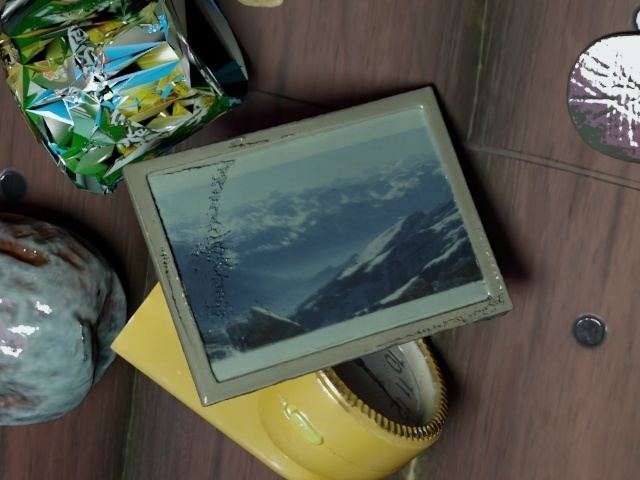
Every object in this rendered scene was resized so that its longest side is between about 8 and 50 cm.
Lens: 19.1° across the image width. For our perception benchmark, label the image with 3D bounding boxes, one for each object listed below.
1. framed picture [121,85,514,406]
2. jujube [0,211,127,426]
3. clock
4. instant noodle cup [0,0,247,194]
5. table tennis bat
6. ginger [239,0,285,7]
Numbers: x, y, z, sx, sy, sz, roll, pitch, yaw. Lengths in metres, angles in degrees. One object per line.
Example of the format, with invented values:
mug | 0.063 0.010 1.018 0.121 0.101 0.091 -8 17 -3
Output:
framed picture | 0.000 0.000 1.854 0.022 0.335 0.247 134 118 -67
jujube | -0.373 0.085 2.086 0.308 0.215 0.246 8 134 14
clock | -0.021 0.116 1.953 0.317 0.244 0.200 44 121 -3
instant noodle cup | -0.192 -0.184 1.929 0.178 0.240 0.240 -25 98 16
table tennis bat | 0.354 -0.133 1.850 0.234 0.022 0.131 9 110 20
ginger | -0.036 -0.313 1.907 0.214 0.059 0.133 -23 104 27
